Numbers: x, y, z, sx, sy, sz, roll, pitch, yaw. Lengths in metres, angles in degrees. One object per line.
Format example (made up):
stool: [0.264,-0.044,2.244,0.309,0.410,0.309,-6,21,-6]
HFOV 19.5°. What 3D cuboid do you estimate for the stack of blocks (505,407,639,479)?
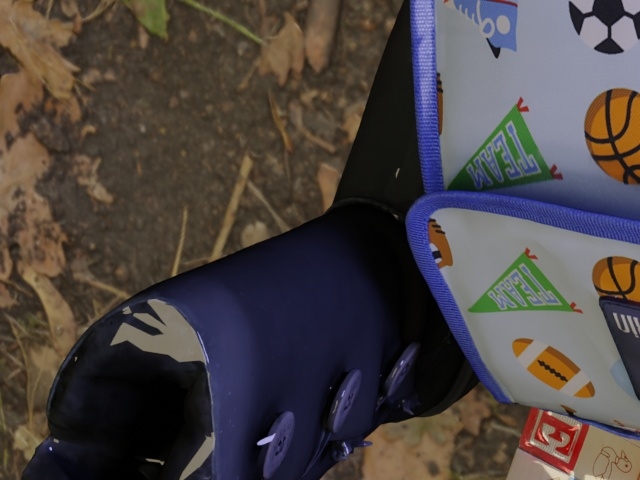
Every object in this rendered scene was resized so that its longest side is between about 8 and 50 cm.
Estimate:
stack of blocks: [0.237,0.108,1.218,0.171,0.087,0.297,27,115,24]

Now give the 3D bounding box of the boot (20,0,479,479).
boot: [0.000,0.002,1.122,0.146,0.445,0.367,19,111,27]

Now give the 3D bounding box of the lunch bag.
lunch bag: [0.223,-0.063,0.996,0.328,0.239,0.385,11,110,39]
